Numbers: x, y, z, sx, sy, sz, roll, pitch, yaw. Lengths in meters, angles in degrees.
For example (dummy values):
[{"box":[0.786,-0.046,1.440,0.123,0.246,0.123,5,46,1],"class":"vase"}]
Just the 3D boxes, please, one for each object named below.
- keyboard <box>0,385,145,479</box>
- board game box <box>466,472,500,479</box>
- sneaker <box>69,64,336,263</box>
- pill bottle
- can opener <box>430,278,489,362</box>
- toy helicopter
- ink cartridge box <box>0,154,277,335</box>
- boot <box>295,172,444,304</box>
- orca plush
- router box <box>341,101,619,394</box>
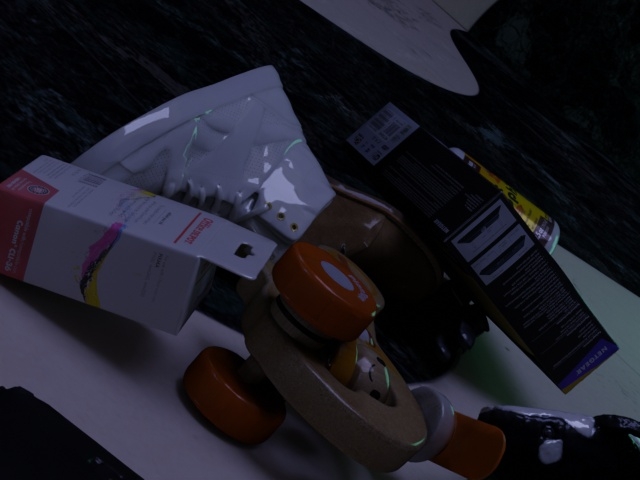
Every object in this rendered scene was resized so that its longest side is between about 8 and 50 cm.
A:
[{"box":[-0.176,0.168,0.876,0.201,0.033,0.317,36,16,13],"class":"keyboard"},{"box":[0.221,0.320,1.276,0.317,0.046,0.213,40,16,6],"class":"board game box"},{"box":[-0.095,-0.041,1.429,0.292,0.108,0.169,-29,89,-46],"class":"sneaker"},{"box":[0.180,-0.034,2.001,0.215,0.117,0.117,36,17,-8],"class":"pill bottle"},{"box":[0.135,0.094,1.665,0.073,0.059,0.186,49,14,-4],"class":"can opener"},{"box":[0.031,0.089,1.341,0.235,0.140,0.355,38,14,-9],"class":"toy helicopter"},{"box":[-0.140,0.008,1.209,0.198,0.067,0.115,19,17,3],"class":"ink cartridge box"},{"box":[0.000,0.000,1.629,0.305,0.112,0.115,35,47,-29],"class":"boot"},{"box":[0.232,0.219,1.410,0.287,0.151,0.102,31,57,-56],"class":"orca plush"},{"box":[0.166,0.001,1.749,0.243,0.081,0.309,49,0,-28],"class":"router box"}]
